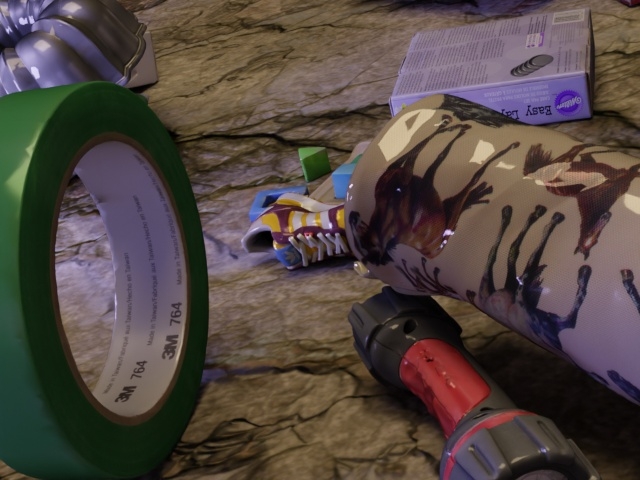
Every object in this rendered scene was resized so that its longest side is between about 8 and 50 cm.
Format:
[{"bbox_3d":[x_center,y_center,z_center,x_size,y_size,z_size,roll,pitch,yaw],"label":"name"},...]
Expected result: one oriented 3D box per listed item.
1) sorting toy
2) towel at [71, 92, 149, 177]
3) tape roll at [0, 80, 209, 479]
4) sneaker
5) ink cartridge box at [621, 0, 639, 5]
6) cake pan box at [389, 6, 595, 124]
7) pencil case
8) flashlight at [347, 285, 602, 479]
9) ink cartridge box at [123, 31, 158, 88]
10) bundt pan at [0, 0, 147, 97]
[{"bbox_3d":[0.083,-0.077,1.421,0.347,0.047,0.196,0,29,26],"label":"sorting toy"},{"bbox_3d":[-0.418,-0.132,1.809,0.247,0.038,0.325,1,29,27],"label":"towel"},{"bbox_3d":[-0.190,0.033,1.025,0.077,0.321,0.321,-5,27,19],"label":"tape roll"},{"bbox_3d":[0.000,0.000,1.299,0.185,0.070,0.084,6,40,47],"label":"sneaker"},{"bbox_3d":[0.503,-0.440,1.843,0.176,0.127,0.128,-17,25,-5],"label":"ink cartridge box"},{"bbox_3d":[0.228,-0.220,1.615,0.245,0.070,0.267,-5,27,14],"label":"cake pan box"},{"bbox_3d":[0.199,0.025,0.913,0.410,0.184,0.160,27,6,41],"label":"pencil case"},{"bbox_3d":[0.098,0.124,0.946,0.103,0.103,0.304,-22,28,-9],"label":"flashlight"},{"bbox_3d":[-0.385,-0.283,2.011,0.203,0.086,0.148,3,16,33],"label":"ink cartridge box"},{"bbox_3d":[-0.413,-0.257,1.761,0.330,0.124,0.331,-20,39,17],"label":"bundt pan"}]
